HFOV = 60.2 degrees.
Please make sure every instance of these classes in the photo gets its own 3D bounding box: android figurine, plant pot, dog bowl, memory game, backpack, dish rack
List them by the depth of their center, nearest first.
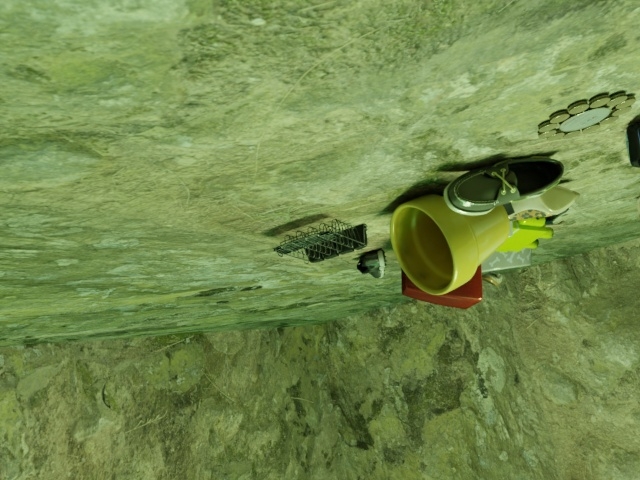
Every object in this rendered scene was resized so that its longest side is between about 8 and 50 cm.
[{"bbox_3d":[0.529,-0.246,1.108,0.186,0.012,0.186,-11,167,-3],"label":"memory game"},{"bbox_3d":[0.739,-0.219,1.215,0.114,0.105,0.084,-13,-171,2],"label":"backpack"},{"bbox_3d":[0.349,-0.019,1.440,0.239,0.254,0.254,-24,172,-24],"label":"plant pot"},{"bbox_3d":[0.000,0.000,1.532,0.208,0.074,0.271,-19,163,23],"label":"dish rack"},{"bbox_3d":[0.396,0.084,1.868,0.235,0.267,0.267,1,167,3],"label":"plant pot"},{"bbox_3d":[0.681,-0.022,1.971,0.272,0.056,0.248,5,152,-16],"label":"android figurine"},{"bbox_3d":[0.696,0.075,2.263,0.348,0.102,0.349,-9,175,-1],"label":"dog bowl"}]

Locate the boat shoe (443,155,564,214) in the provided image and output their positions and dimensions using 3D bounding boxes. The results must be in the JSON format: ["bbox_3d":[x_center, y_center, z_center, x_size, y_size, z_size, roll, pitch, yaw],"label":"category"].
[{"bbox_3d":[0.427,-0.135,1.280,0.305,0.109,0.091,-13,167,-22],"label":"boat shoe"}]

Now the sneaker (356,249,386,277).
[{"bbox_3d":[0.186,0.093,2.060,0.106,0.078,0.234,-9,163,0],"label":"sneaker"}]

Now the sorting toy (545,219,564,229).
[{"bbox_3d":[0.798,-0.037,2.115,0.208,0.038,0.193,-9,166,-1],"label":"sorting toy"}]

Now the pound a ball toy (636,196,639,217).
[{"bbox_3d":[1.290,-0.072,2.053,0.319,0.208,0.135,-2,163,-39],"label":"pound a ball toy"}]

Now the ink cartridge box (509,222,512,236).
[{"bbox_3d":[0.555,-0.042,1.775,0.088,0.052,0.122,-2,-175,1],"label":"ink cartridge box"}]

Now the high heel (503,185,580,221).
[{"bbox_3d":[0.608,-0.103,1.635,0.261,0.093,0.186,-11,176,-8],"label":"high heel"}]

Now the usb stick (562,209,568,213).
[{"bbox_3d":[0.682,-0.097,1.770,0.278,0.045,0.077,-5,167,-28],"label":"usb stick"}]

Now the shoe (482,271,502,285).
[{"bbox_3d":[0.702,0.149,2.256,0.076,0.058,0.219,24,-177,22],"label":"shoe"}]
